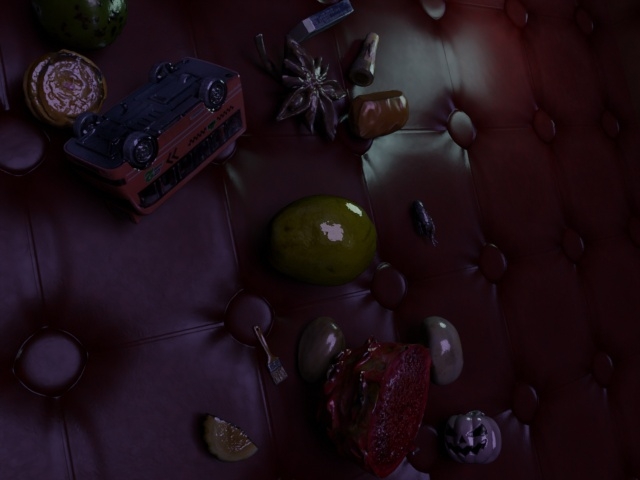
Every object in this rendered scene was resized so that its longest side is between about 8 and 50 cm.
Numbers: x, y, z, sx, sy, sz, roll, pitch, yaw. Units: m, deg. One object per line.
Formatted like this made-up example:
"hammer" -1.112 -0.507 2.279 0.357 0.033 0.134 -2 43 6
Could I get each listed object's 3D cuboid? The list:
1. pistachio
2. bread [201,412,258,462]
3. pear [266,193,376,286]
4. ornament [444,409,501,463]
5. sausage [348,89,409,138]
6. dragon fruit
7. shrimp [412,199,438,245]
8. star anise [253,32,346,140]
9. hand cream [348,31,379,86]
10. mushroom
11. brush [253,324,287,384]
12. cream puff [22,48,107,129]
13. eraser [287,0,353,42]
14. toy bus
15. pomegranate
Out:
"pistachio" 0.002 0.300 1.716 0.126 0.108 0.186 17 76 -4
"bread" -0.228 0.490 1.527 0.157 0.083 0.095 29 67 -24
"pear" 0.000 0.000 1.698 0.307 0.253 0.253 -3 81 -19
"ornament" 0.464 0.599 1.922 0.177 0.177 0.178 8 75 -33
"sausage" 0.188 -0.403 1.989 0.241 0.120 0.136 -23 126 -33
"dragon fruit" 0.135 0.418 1.678 0.386 0.248 0.371 -46 137 -42
"shrimp" 0.342 -0.055 2.055 0.056 0.065 0.165 -19 96 -4
"star anise" -0.055 -0.453 1.847 0.349 0.109 0.293 8 68 -44
"hand cream" 0.153 -0.596 2.041 0.084 0.084 0.203 32 57 -24
"mushroom" 0.339 0.346 1.905 0.206 0.209 0.206 48 17 -20
"brush" -0.139 0.302 1.674 0.043 0.014 0.170 -28 94 -34
"cream puff" -0.590 -0.347 1.441 0.189 0.129 0.189 0 90 -41
"eraser" 0.002 -0.678 1.944 0.212 0.091 0.046 -38 103 -32
"toy bus" -0.377 -0.250 1.498 0.427 0.203 0.233 -49 148 -32
"pomegranate" -0.553 -0.562 1.422 0.230 0.286 0.231 3 77 -11
